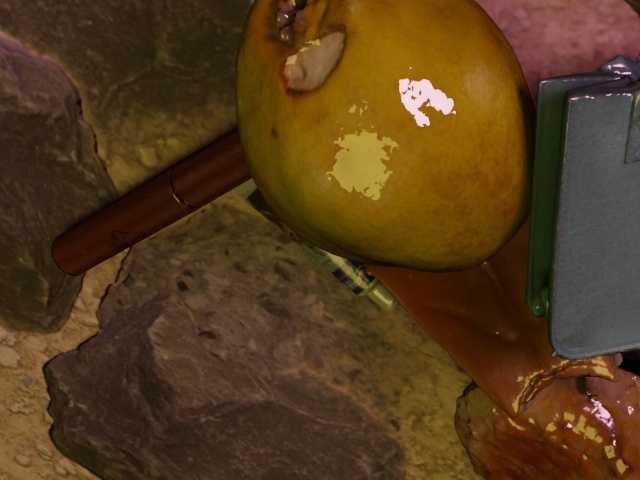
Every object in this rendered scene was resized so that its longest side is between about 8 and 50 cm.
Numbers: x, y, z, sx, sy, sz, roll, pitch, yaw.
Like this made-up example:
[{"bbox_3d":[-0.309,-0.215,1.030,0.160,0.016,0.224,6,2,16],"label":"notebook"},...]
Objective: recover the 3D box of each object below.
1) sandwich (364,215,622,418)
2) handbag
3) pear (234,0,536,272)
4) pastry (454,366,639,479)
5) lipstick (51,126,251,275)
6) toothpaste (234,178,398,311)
[{"bbox_3d":[0.162,0.070,1.231,0.245,0.063,0.212,-13,87,32],"label":"sandwich"},{"bbox_3d":[0.306,-0.042,1.061,0.268,0.100,0.274,-11,125,-8],"label":"handbag"},{"bbox_3d":[0.057,-0.101,1.081,0.269,0.269,0.321,-17,134,35],"label":"pear"},{"bbox_3d":[0.268,0.212,1.332,0.257,0.121,0.235,45,146,-15],"label":"pastry"},{"bbox_3d":[-0.174,-0.043,1.364,0.356,0.057,0.057,-27,114,38],"label":"lipstick"},{"bbox_3d":[0.000,0.000,1.339,0.216,0.037,0.062,42,133,-7],"label":"toothpaste"}]
